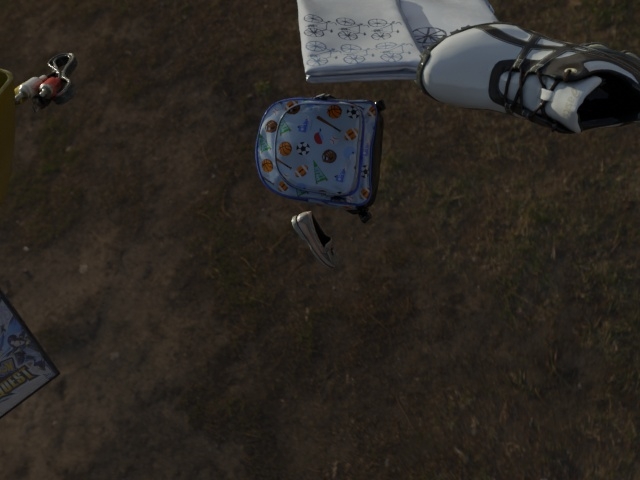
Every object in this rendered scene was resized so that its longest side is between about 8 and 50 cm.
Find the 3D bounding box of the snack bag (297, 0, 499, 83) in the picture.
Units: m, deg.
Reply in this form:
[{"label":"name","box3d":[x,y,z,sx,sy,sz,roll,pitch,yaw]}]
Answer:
[{"label":"snack bag","box3d":[0.136,-0.325,0.999,0.342,0.037,0.323,-1,39,-3]}]

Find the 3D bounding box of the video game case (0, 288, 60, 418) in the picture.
[{"label":"video game case","box3d":[-0.715,0.256,1.310,0.035,0.248,0.275,-21,14,44]}]

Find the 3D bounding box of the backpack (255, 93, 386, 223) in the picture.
[{"label":"backpack","box3d":[-0.007,-0.190,1.395,0.263,0.213,0.277,5,87,17]}]

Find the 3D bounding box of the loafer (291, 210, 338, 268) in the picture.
[{"label":"loafer","box3d":[0.000,0.000,1.111,0.039,0.125,0.045,-27,33,22]}]

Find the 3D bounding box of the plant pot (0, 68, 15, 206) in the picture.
[{"label":"plant pot","box3d":[-0.481,-0.078,0.739,0.212,0.187,0.212,12,50,-2]}]

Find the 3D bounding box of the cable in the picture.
[{"label":"cable","box3d":[-0.609,-0.382,1.478,0.139,0.072,0.287,-10,41,12]}]

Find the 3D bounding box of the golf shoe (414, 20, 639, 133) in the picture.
[{"label":"golf shoe","box3d":[0.178,-0.132,0.531,0.198,0.077,0.094,3,30,4]}]
